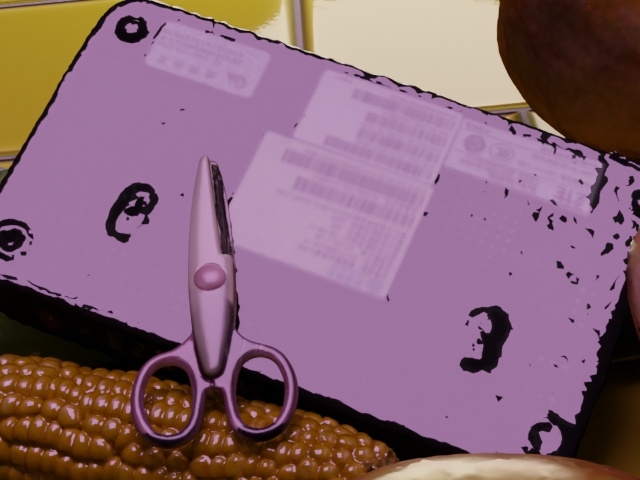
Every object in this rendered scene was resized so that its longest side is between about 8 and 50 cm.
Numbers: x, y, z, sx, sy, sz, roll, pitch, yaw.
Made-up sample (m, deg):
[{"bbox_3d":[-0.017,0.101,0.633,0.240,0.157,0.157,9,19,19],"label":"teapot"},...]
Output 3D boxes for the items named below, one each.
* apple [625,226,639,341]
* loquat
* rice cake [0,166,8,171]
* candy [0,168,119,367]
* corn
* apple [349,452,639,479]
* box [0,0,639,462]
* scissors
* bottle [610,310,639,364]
[{"bbox_3d":[0.314,0.057,0.964,0.293,0.163,0.251,-20,39,0],"label":"apple"},{"bbox_3d":[0.240,-0.153,1.342,0.238,0.193,0.238,3,50,-3],"label":"loquat"},{"bbox_3d":[-0.200,-0.027,1.351,0.180,0.030,0.042,19,42,37],"label":"rice cake"},{"bbox_3d":[-0.073,0.004,1.177,0.344,0.142,0.132,-12,56,-9],"label":"candy"},{"bbox_3d":[-0.087,0.116,1.003,0.260,0.091,0.091,7,1,20],"label":"corn"},{"bbox_3d":[0.065,0.213,0.644,0.286,0.233,0.286,-3,32,2],"label":"apple"},{"bbox_3d":[0.000,0.000,1.060,0.350,0.058,0.211,19,60,11],"label":"box"},{"bbox_3d":[-0.057,0.029,0.995,0.085,0.022,0.176,-6,56,3],"label":"scissors"},{"bbox_3d":[0.185,0.031,1.119,0.286,0.082,0.082,-7,28,-4],"label":"bottle"}]
